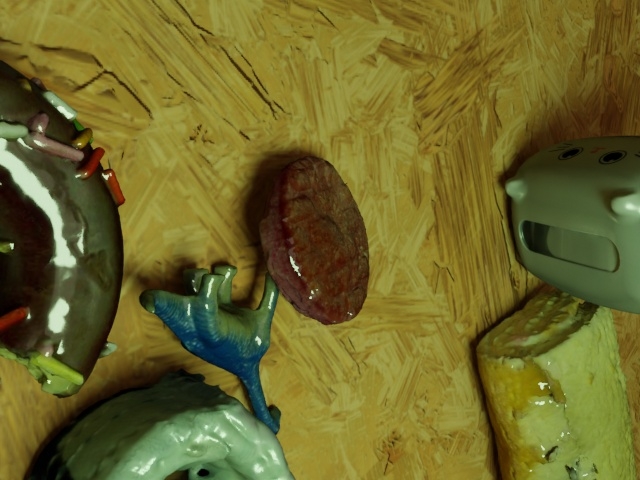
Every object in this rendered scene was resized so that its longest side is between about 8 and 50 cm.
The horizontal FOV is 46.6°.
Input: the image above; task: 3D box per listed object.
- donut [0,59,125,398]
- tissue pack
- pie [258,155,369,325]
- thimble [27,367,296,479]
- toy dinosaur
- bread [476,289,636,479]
[{"bbox_3d":[-0.281,-0.021,0.509,0.345,0.136,0.259,11,90,-44],"label":"donut"},{"bbox_3d":[0.415,-0.025,1.012,0.236,0.333,0.229,-11,104,-21],"label":"tissue pack"},{"bbox_3d":[0.000,0.000,0.783,0.182,0.050,0.182,31,53,-51],"label":"pie"},{"bbox_3d":[-0.134,0.239,0.658,0.237,0.150,0.237,-4,97,-39],"label":"thimble"},{"bbox_3d":[-0.099,0.118,0.717,0.248,0.075,0.188,3,89,-65],"label":"toy dinosaur"},{"bbox_3d":[0.354,0.282,1.100,0.237,0.165,0.375,-28,113,-42],"label":"bread"}]
